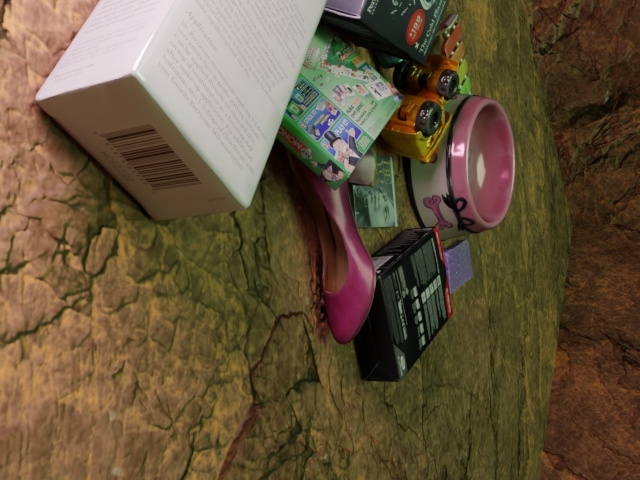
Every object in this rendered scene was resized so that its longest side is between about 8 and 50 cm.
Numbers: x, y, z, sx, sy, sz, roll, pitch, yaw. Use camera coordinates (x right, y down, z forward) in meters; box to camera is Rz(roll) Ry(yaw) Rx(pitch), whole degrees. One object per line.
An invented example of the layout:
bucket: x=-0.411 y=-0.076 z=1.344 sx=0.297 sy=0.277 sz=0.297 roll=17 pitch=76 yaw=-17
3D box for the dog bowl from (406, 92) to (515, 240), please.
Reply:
dog bowl: x=0.388 y=-0.200 z=1.784 sx=0.408 sy=0.150 sz=0.407 roll=-6 pitch=97 yaw=-54

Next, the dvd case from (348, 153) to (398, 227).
dvd case: x=0.117 y=-0.110 z=1.482 sx=0.221 sy=0.018 sz=0.164 roll=-3 pitch=88 yaw=-61

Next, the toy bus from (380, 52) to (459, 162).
toy bus: x=0.238 y=-0.287 z=1.555 sx=0.220 sy=0.149 sz=0.211 roll=-59 pitch=145 yaw=-14

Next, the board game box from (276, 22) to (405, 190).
board game box: x=0.015 y=-0.248 z=1.190 sx=0.213 sy=0.046 sz=0.317 roll=41 pitch=42 yaw=-6

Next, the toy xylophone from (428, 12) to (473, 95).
toy xylophone: x=0.391 y=-0.501 z=1.960 sx=0.322 sy=0.081 sz=0.236 roll=63 pitch=36 yaw=-34

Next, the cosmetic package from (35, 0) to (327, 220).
cosmetic package: x=-0.149 y=-0.275 z=0.892 sx=0.230 sy=0.162 sz=0.453 roll=54 pitch=42 yaw=-42

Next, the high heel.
high heel: x=0.000 y=0.000 z=1.216 sx=0.181 sy=0.127 sz=0.377 roll=4 pitch=86 yaw=-31

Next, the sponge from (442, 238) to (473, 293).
sponge: x=0.384 y=0.072 z=1.911 sx=0.210 sy=0.031 sz=0.117 roll=-20 pitch=103 yaw=-59

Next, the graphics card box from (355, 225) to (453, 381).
graphics card box: x=0.184 y=0.128 z=1.488 sx=0.371 sy=0.094 sz=0.232 roll=-34 pitch=116 yaw=-58

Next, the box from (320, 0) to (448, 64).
box: x=0.128 y=-0.548 z=1.258 sx=0.312 sy=0.179 sz=0.343 roll=3 pitch=110 yaw=-60

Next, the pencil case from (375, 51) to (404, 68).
pencil case: x=0.139 y=-0.462 z=1.526 sx=0.151 sy=0.064 sz=0.070 roll=53 pitch=8 yaw=-44
